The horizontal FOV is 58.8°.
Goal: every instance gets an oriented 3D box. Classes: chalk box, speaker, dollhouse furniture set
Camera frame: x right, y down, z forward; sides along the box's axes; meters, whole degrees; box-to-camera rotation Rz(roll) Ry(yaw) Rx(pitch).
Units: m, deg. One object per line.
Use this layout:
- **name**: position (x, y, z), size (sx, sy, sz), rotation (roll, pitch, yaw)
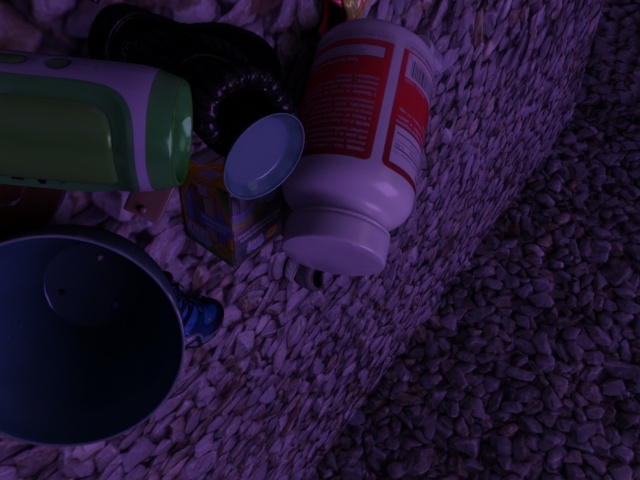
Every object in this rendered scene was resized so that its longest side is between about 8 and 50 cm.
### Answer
- **chalk box**: position (-0.158, -0.053, 1.025), size (0.132, 0.132, 0.213), rotation (-38, 148, -37)
- **speaker**: position (-0.283, -0.119, 0.556), size (0.131, 0.297, 0.131), rotation (-175, -90, -86)
- **dollhouse furniture set**: position (-0.275, -0.093, 0.767), size (0.123, 0.144, 0.151), rotation (-63, -171, 9)

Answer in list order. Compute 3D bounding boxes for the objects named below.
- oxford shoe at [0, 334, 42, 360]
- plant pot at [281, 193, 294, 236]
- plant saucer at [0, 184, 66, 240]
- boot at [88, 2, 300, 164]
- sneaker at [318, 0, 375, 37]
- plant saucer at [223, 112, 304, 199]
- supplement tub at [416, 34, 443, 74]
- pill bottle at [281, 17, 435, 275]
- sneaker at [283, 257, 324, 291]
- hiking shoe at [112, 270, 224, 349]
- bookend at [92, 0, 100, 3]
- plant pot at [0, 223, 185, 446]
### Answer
- **oxford shoe**: position (-0.485, 0.162, 0.780), size (0.212, 0.076, 0.076), rotation (3, 85, -58)
- **plant pot**: position (-0.027, -0.091, 1.187), size (0.167, 0.167, 0.165), rotation (-36, 152, -38)
- **plant saucer**: position (-0.396, -0.066, 0.708), size (0.198, 0.036, 0.198), rotation (-40, 149, -31)
- **boot**: position (-0.111, -0.209, 0.792), size (0.348, 0.260, 0.131), rotation (-16, 132, -53)
- **sneaker**: position (0.053, -0.450, 1.025), size (0.094, 0.081, 0.208), rotation (-19, 134, -49)
- **plant saucer**: position (-0.071, -0.104, 0.678), size (0.119, 0.021, 0.119), rotation (-34, 150, -23)
- **supplement tub**: position (0.252, -0.447, 1.378), size (0.107, 0.071, 0.071), rotation (10, 109, -62)
- **pill bottle**: position (0.062, -0.156, 0.991), size (0.229, 0.229, 0.407), rotation (57, 43, -61)
- **sneaker**: position (0.000, 0.000, 1.374), size (0.100, 0.108, 0.271), rotation (-18, 131, -50)
- **hiking shoe**: position (-0.271, 0.123, 1.030), size (0.304, 0.113, 0.132), rotation (2, 117, -60)
- **bookend**: position (-0.281, -0.312, 0.513), size (0.072, 0.157, 0.156), rotation (-58, 154, -3)
- **plant pot**: position (-0.328, 0.098, 0.775), size (0.195, 0.290, 0.290), rotation (-117, -131, -68)
